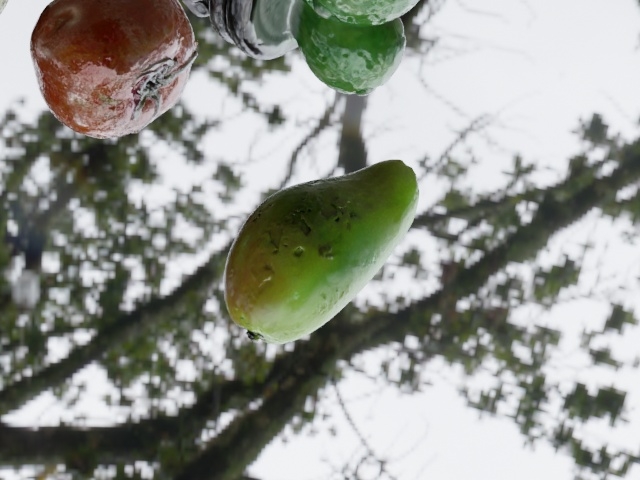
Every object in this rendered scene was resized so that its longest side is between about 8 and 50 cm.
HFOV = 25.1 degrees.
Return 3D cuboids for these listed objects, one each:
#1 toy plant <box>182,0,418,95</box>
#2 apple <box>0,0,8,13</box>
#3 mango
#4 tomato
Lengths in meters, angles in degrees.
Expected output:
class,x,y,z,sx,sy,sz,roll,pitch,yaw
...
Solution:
class,x,y,z,sx,sy,sz,roll,pitch,yaw
toy plant,-0.006,-0.234,1.241,0.235,0.218,0.175,33,-115,20
apple,-0.531,-0.375,2.011,0.200,0.200,0.200,6,-148,-4
mango,0.000,0.000,1.368,0.233,0.125,0.111,-43,-137,-18
tomato,-0.285,-0.252,1.947,0.188,0.232,0.232,42,-136,21
